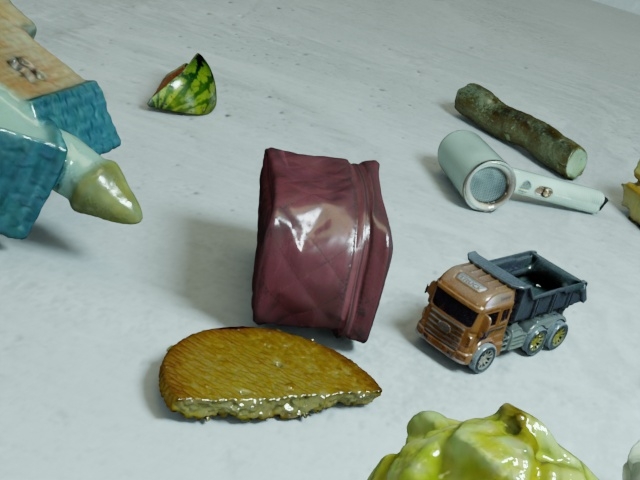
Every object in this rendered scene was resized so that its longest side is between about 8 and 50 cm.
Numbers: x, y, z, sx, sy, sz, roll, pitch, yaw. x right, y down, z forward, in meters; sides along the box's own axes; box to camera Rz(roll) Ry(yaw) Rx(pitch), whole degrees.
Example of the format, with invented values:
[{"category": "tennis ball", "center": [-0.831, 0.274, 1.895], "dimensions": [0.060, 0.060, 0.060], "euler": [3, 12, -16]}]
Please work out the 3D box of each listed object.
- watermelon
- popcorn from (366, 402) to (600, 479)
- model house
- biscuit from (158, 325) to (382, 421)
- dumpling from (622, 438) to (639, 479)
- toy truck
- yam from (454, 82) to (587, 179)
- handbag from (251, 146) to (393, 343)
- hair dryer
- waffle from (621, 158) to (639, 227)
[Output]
[{"category": "watermelon", "center": [-0.181, -0.224, 1.717], "dimensions": [0.086, 0.069, 0.163], "euler": [14, 22, -4]}, {"category": "popcorn", "center": [0.111, 0.202, 0.827], "dimensions": [0.187, 0.167, 0.185], "euler": [44, 0, 14]}, {"category": "model house", "center": [-0.322, -0.079, 1.236], "dimensions": [0.325, 0.194, 0.267], "euler": [34, 25, 9]}, {"category": "biscuit", "center": [-0.054, 0.116, 1.098], "dimensions": [0.206, 0.025, 0.126], "euler": [2, 27, -29]}, {"category": "dumpling", "center": [0.316, 0.225, 0.941], "dimensions": [0.162, 0.132, 0.250], "euler": [6, 25, -11]}, {"category": "toy truck", "center": [0.189, 0.064, 1.269], "dimensions": [0.192, 0.092, 0.083], "euler": [-11, 35, -43]}, {"category": "yam", "center": [0.304, -0.169, 1.887], "dimensions": [0.061, 0.061, 0.253], "euler": [-6, 32, -39]}, {"category": "handbag", "center": [0.000, 0.000, 1.237], "dimensions": [0.135, 0.147, 0.225], "euler": [8, 22, -7]}, {"category": "hair dryer", "center": [0.282, -0.083, 1.680], "dimensions": [0.236, 0.073, 0.131], "euler": [10, 23, -17]}, {"category": "waffle", "center": [0.629, -0.017, 1.684], "dimensions": [0.376, 0.114, 0.261], "euler": [6, 28, -20]}]
